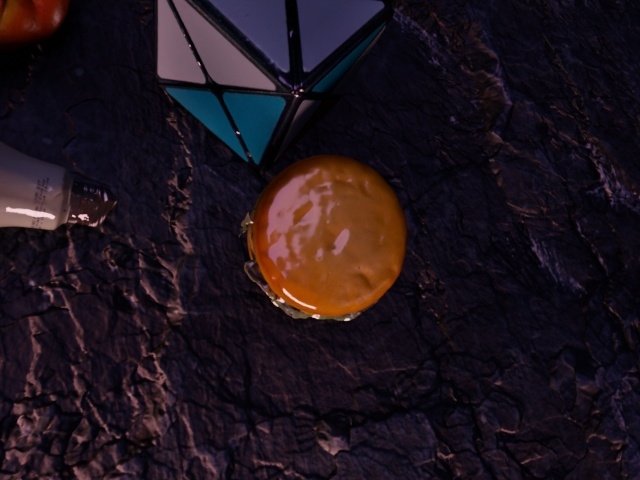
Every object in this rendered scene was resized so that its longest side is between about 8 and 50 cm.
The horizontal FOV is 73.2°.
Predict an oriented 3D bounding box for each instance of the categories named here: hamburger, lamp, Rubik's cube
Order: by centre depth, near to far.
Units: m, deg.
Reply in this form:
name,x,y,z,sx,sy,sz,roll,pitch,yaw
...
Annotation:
name,x,y,z,sx,sy,sz,roll,pitch,yaw
lamp,-0.444,-0.057,0.533,0.314,0.182,0.181,31,67,-29
hamburger,-0.001,-0.001,0.644,0.247,0.170,0.245,1,87,-17
Rubik's cube,-0.082,-0.300,0.660,0.246,0.248,0.250,41,66,-2

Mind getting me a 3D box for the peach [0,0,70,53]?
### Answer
name,x,y,z,sx,sy,sz,roll,pitch,yaw
peach,-0.502,-0.419,0.494,0.406,0.310,0.334,36,69,-29
